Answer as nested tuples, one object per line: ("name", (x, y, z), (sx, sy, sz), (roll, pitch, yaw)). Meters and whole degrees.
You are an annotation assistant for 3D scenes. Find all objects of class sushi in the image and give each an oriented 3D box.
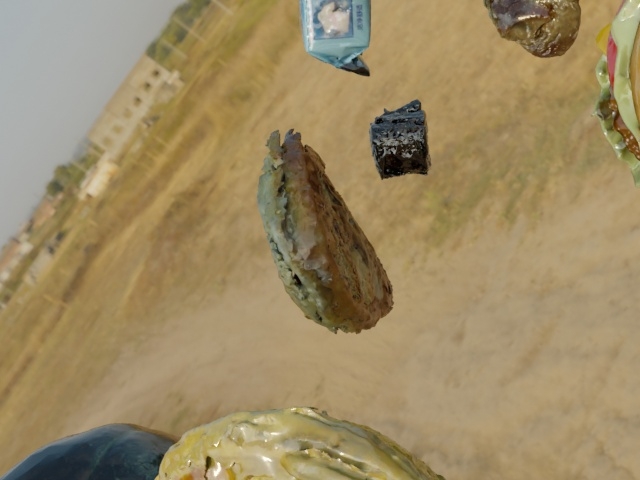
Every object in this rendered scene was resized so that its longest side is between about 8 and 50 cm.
("sushi", (0.109, -0.135, 1.288), (0.084, 0.098, 0.094), (-10, 15, 9))

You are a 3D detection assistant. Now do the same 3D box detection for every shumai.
("shumai", (0.317, -0.327, 1.381), (0.105, 0.139, 0.123), (-45, 46, -8))

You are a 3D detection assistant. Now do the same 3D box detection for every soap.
("soap", (0.010, -0.327, 0.981), (0.156, 0.077, 0.293), (-95, 2, -70))

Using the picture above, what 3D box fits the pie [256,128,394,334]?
("pie", (0.001, -0.001, 1.197), (0.086, 0.308, 0.308), (-22, 25, 15))

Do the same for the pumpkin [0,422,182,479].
("pumpkin", (-0.185, 0.316, 0.827), (0.315, 0.315, 0.238), (-56, -25, -8))

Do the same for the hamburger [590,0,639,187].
("hamburger", (0.369, -0.144, 0.778), (0.274, 0.274, 0.212), (-52, -7, 9))

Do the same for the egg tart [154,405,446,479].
("egg tart", (0.016, 0.186, 0.528), (0.098, 0.252, 0.231), (-38, -44, -57))
